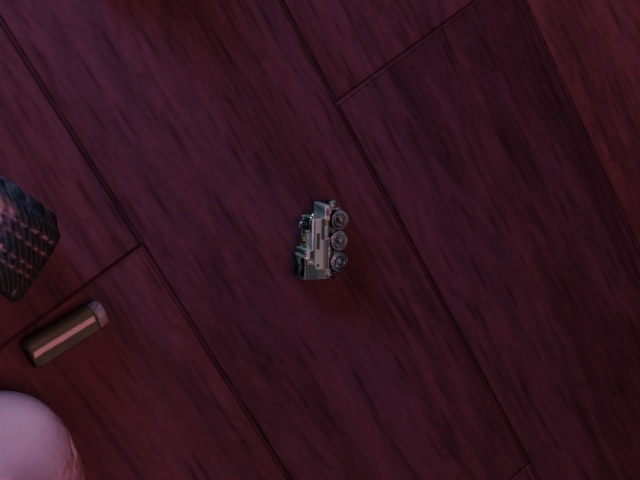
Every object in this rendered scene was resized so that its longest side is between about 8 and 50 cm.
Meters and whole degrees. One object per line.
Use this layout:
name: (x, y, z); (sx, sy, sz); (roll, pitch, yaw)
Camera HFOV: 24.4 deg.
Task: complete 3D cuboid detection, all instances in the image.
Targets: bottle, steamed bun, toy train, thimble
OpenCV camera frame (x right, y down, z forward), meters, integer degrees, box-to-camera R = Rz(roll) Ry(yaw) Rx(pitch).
bottle: (-0.242, 0.088, 1.403); (0.083, 0.030, 0.030); (-32, 113, -20)
steamed bun: (-0.291, 0.255, 1.353); (0.177, 0.130, 0.228); (-9, 102, -28)
toy train: (0.000, 0.000, 1.515); (0.053, 0.033, 0.083); (-5, 102, -24)
thimble: (-0.299, -0.014, 1.302); (0.135, 0.118, 0.090); (38, 82, -29)
